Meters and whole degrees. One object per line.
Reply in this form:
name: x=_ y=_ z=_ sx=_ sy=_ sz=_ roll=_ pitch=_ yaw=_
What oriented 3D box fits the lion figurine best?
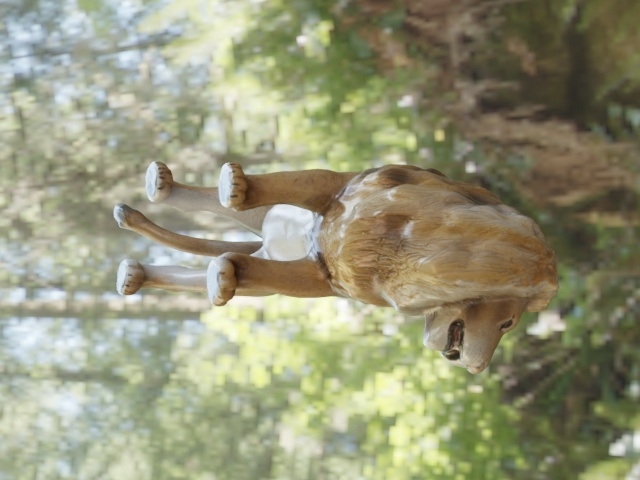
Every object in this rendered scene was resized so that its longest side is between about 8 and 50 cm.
lion figurine: x=0.000 y=0.000 z=1.451 sx=0.240 sy=0.392 sz=0.142 roll=2 pitch=-82 yaw=-25
